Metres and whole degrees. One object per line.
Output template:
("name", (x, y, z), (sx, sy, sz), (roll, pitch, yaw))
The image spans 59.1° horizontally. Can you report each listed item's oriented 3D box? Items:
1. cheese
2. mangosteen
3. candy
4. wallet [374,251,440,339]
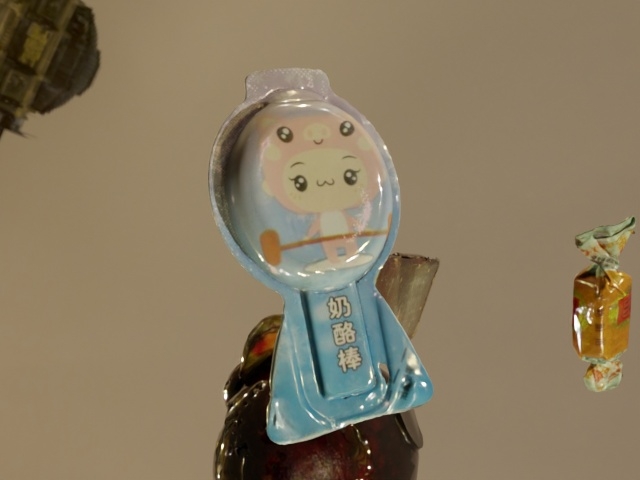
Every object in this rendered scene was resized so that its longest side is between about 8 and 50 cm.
("cheese", (0.000, 0.000, 0.376), (0.052, 0.135, 0.244), (150, -70, -70))
("mangosteen", (-0.005, 0.346, 1.012), (0.381, 0.381, 0.421), (-25, -127, 31))
("candy", (0.260, 0.062, 0.526), (0.046, 0.053, 0.182), (-146, -135, -59))
("wallet", (0.085, 0.072, 0.664), (0.031, 0.232, 0.121), (17, -86, 25))
